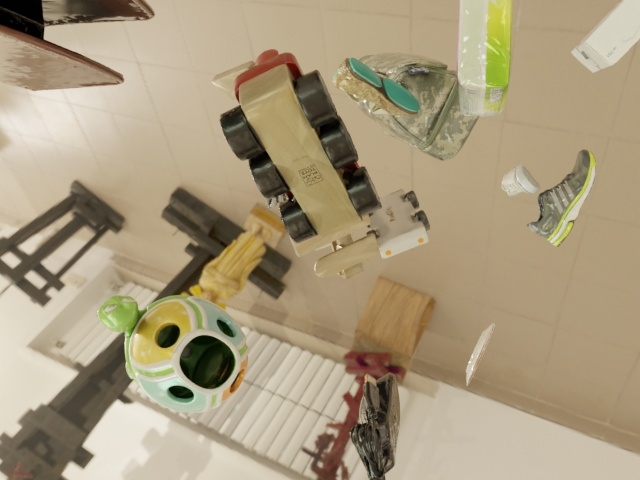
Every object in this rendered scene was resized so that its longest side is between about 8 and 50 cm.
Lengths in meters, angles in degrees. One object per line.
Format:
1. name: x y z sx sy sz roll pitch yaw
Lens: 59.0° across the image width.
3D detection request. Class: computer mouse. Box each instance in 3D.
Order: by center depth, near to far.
1. computer mouse: 0.078 0.271 0.875 0.060 0.262 0.184 -7 114 14

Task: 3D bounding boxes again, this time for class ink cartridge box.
1. ink cartridge box: 0.645 -0.453 1.242 0.082 0.191 0.139 44 109 5

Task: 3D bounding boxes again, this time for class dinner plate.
1. dinner plate: 0.324 0.230 1.159 0.017 0.141 0.141 22 142 21

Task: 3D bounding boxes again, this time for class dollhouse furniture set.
1. dollhouse furniture set: 0.000 0.000 0.901 0.151 0.123 0.144 25 138 66

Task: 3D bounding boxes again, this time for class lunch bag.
1. lunch bag: 0.219 -0.353 1.403 0.256 0.305 0.212 19 105 -24

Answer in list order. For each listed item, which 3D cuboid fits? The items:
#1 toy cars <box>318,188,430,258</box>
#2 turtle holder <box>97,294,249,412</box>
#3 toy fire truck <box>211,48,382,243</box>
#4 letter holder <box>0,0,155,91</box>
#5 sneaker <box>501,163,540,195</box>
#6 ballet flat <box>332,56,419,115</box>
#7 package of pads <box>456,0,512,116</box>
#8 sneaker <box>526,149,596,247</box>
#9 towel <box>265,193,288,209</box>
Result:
1. toy cars: 0.066 -0.020 1.042 0.394 0.176 0.087 7 128 50
2. turtle holder: -0.287 0.213 1.191 0.227 0.243 0.320 -5 114 62
3. toy fire truck: -0.046 -0.143 0.726 0.159 0.246 0.217 -23 131 11
4. letter holder: -0.247 -0.227 0.463 0.215 0.302 0.152 1 95 11
5. sneaker: 0.608 -0.172 1.734 0.091 0.258 0.094 -40 86 21
6. ballet flat: 0.104 -0.286 1.097 0.206 0.073 0.067 22 140 -36
7. package of pads: 0.323 -0.412 1.117 0.101 0.296 0.229 3 178 15
8. sneaker: 0.719 -0.137 1.682 0.121 0.300 0.111 24 179 11
9. towel: -0.060 -0.201 1.286 0.121 0.235 0.283 8 163 3
